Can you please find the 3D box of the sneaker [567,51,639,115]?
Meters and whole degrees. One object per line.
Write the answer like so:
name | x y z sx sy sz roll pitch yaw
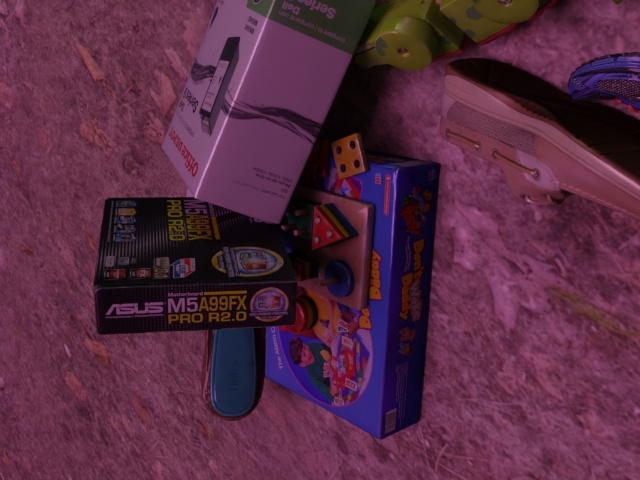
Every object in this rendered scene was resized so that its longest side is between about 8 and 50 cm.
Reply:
sneaker | 0.314 -0.118 0.692 0.221 0.083 0.087 19 110 46

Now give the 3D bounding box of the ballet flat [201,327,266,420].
ballet flat | -0.122 0.095 1.200 0.124 0.116 0.342 169 105 -80

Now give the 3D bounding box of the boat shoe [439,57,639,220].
boat shoe | 0.230 -0.085 0.783 0.302 0.109 0.098 40 133 40

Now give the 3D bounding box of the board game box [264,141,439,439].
board game box | 0.030 0.053 1.052 0.233 0.078 0.346 19 113 44

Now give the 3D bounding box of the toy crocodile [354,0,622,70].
toy crocodile | 0.159 -0.248 0.826 0.341 0.105 0.115 -13 50 50

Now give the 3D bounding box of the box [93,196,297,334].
box | -0.156 0.019 0.965 0.270 0.217 0.060 -115 25 -64

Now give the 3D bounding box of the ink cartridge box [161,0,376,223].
ink cartridge box | -0.075 -0.194 0.976 0.289 0.122 0.211 -66 29 14

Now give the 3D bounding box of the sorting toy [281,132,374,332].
sorting toy | 0.000 0.000 0.978 0.132 0.046 0.274 20 113 44

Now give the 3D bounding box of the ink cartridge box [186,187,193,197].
ink cartridge box | -0.152 -0.081 1.234 0.104 0.060 0.180 38 126 36
